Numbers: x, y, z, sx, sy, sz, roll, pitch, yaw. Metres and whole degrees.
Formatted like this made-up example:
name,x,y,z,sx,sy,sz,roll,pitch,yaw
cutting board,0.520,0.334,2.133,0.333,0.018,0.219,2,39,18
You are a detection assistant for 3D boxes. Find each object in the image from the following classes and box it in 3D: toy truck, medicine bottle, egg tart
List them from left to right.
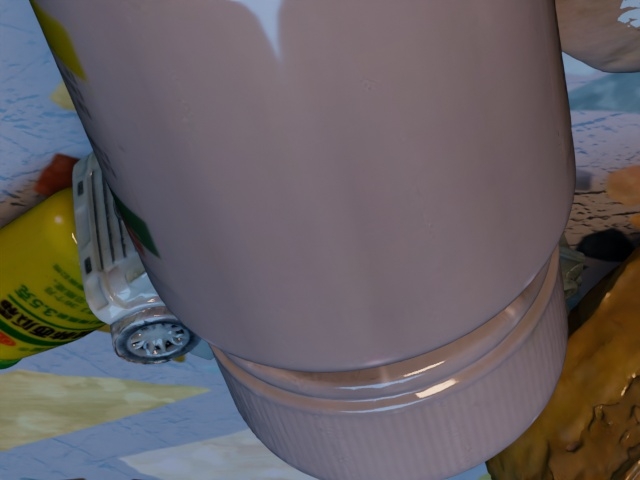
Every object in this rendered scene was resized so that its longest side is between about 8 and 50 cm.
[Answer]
name,x,y,z,sx,sy,sz,roll,pitch,yaw
medicine bottle,-0.213,0.044,1.170,0.111,0.076,0.309,25,145,-32
toy truck,0.000,0.000,1.027,0.184,0.133,0.338,-35,140,31
medicine bottle,0.006,-0.055,0.756,0.208,0.208,0.339,-5,137,11
egg tart,0.204,0.095,1.095,0.129,0.341,0.341,43,147,3

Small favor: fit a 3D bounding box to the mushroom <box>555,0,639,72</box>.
name,x,y,z,sx,sy,sz,roll,pitch,yaw
mushroom,0.183,-0.142,0.784,0.247,0.108,0.096,-15,-179,33
